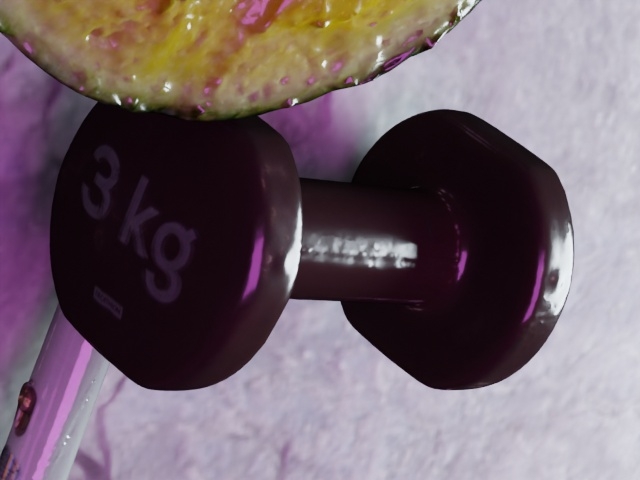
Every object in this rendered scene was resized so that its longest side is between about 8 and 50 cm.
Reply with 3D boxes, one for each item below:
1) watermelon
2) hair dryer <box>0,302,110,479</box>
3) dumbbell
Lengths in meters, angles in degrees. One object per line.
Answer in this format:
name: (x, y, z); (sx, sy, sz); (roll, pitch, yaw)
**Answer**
watermelon: (-0.029, -0.225, 0.723); (0.330, 0.189, 0.331); (-19, 138, -18)
hair dryer: (-0.124, 0.095, 0.911); (0.131, 0.073, 0.236); (15, 96, -38)
dumbbell: (0.000, 0.000, 0.861); (0.225, 0.140, 0.124); (4, 117, -46)
